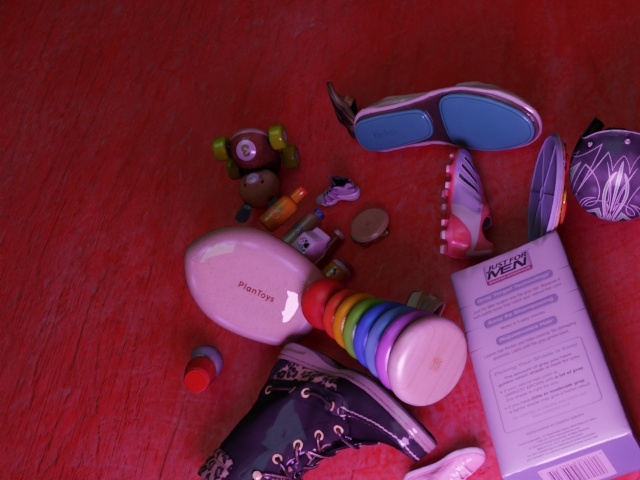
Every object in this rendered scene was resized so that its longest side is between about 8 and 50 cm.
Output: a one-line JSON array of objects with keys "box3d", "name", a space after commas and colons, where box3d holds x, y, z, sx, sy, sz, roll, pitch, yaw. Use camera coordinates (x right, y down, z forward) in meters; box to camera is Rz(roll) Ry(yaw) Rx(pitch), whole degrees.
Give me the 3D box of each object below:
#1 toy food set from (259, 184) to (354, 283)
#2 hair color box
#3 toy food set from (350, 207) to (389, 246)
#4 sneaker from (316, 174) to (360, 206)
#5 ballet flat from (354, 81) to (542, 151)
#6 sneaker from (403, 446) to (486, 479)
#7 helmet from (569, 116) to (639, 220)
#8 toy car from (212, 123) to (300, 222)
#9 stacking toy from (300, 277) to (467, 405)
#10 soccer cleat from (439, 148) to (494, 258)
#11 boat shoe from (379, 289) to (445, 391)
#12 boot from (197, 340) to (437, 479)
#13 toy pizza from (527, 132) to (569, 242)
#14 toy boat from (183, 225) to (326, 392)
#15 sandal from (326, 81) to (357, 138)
[{"box3d": [0.000, 0.000, 1.873, 0.104, 0.111, 0.232, -44, 48, -8], "name": "toy food set"}, {"box3d": [0.328, 0.181, 1.477, 0.185, 0.113, 0.374, -24, 44, 16], "name": "hair color box"}, {"box3d": [0.093, -0.026, 1.898, 0.083, 0.020, 0.083, -21, 45, 19], "name": "toy food set"}, {"box3d": [0.024, -0.105, 1.980, 0.098, 0.069, 0.038, -14, 47, 26], "name": "sneaker"}, {"box3d": [0.249, -0.248, 1.917, 0.400, 0.139, 0.139, 0, 54, 37], "name": "ballet flat"}, {"box3d": [0.189, 0.359, 1.468, 0.134, 0.051, 0.070, -28, 44, 18], "name": "sneaker"}, {"box3d": [0.474, -0.112, 1.583, 0.169, 0.169, 0.161, -13, 25, 26], "name": "helmet"}, {"box3d": [-0.133, -0.125, 2.070, 0.155, 0.149, 0.188, -10, 59, 15], "name": "toy car"}, {"box3d": [0.079, 0.135, 1.588, 0.141, 0.141, 0.330, -48, 37, -10], "name": "stacking toy"}, {"box3d": [0.265, -0.065, 1.780, 0.095, 0.083, 0.248, 7, 48, 4], "name": "soccer cleat"}, {"box3d": [0.157, 0.168, 1.653, 0.072, 0.068, 0.190, 12, 62, 24], "name": "boat shoe"}, {"box3d": [-0.017, 0.332, 1.571, 0.284, 0.138, 0.377, -50, 39, -14], "name": "boot"}, {"box3d": [0.377, -0.075, 1.630, 0.032, 0.201, 0.201, 7, 52, 0], "name": "toy pizza"}, {"box3d": [-0.153, 0.128, 1.796, 0.318, 0.267, 0.148, -58, 3, 10], "name": "toy boat"}, {"box3d": [0.060, -0.278, 2.114, 0.049, 0.072, 0.180, -24, 42, -7], "name": "sandal"}]
